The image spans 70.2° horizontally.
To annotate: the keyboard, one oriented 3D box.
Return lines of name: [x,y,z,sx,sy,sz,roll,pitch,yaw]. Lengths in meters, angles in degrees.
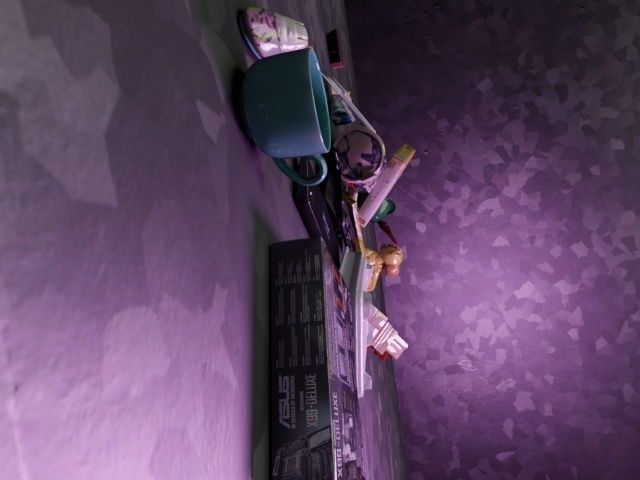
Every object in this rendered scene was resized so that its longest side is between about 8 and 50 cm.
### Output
keyboard: [0.000,0.000,0.916,0.317,0.033,0.202,66,18,-55]

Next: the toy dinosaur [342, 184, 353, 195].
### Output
toy dinosaur: [0.079,-0.140,1.438,0.090,0.047,0.082,86,21,-56]

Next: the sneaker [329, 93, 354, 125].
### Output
sneaker: [0.068,-0.440,1.525,0.190,0.071,0.083,0,77,-80]

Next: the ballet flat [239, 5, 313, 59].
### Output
ballet flat: [-0.052,-0.294,0.705,0.221,0.079,0.077,25,58,-78]

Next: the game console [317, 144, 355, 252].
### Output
game console: [0.047,-0.068,1.198,0.361,0.043,0.213,67,20,-55]

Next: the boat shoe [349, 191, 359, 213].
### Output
boat shoe: [0.115,-0.102,1.591,0.049,0.043,0.137,-50,132,-79]

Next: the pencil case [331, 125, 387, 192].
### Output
pencil case: [0.134,-0.254,1.468,0.184,0.160,0.410,56,10,1]

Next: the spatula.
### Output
spatula: [0.097,-0.435,1.446,0.242,0.019,0.168,49,16,-2]

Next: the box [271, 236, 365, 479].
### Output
box: [0.001,0.183,0.646,0.242,0.076,0.308,61,23,-63]

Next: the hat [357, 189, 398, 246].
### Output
hat: [0.194,-0.076,1.771,0.173,0.208,0.184,29,66,-22]

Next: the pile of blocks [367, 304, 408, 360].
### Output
pile of blocks: [0.146,0.280,1.381,0.113,0.149,0.362,-51,145,-10]

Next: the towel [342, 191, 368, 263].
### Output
towel: [0.097,-0.036,1.384,0.102,0.021,0.237,47,-22,51]

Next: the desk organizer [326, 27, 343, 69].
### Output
desk organizer: [0.052,-0.710,1.689,0.050,0.047,0.130,-4,86,-77]

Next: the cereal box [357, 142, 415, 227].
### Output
cereal box: [0.194,-0.169,1.385,0.240,0.047,0.173,-59,174,30]

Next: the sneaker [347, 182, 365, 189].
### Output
sneaker: [0.142,-0.236,1.792,0.221,0.087,0.128,48,42,-51]

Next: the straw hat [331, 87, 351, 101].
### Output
straw hat: [0.082,-0.525,1.675,0.144,0.061,0.145,-7,90,-80]

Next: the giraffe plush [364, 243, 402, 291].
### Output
giraffe plush: [0.229,0.082,1.723,0.181,0.170,0.210,-72,152,-67]

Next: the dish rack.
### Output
dish rack: [0.080,0.179,1.013,0.333,0.072,0.286,-64,152,-74]

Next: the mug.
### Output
mug: [-0.045,-0.159,0.587,0.129,0.097,0.158,50,35,-73]
